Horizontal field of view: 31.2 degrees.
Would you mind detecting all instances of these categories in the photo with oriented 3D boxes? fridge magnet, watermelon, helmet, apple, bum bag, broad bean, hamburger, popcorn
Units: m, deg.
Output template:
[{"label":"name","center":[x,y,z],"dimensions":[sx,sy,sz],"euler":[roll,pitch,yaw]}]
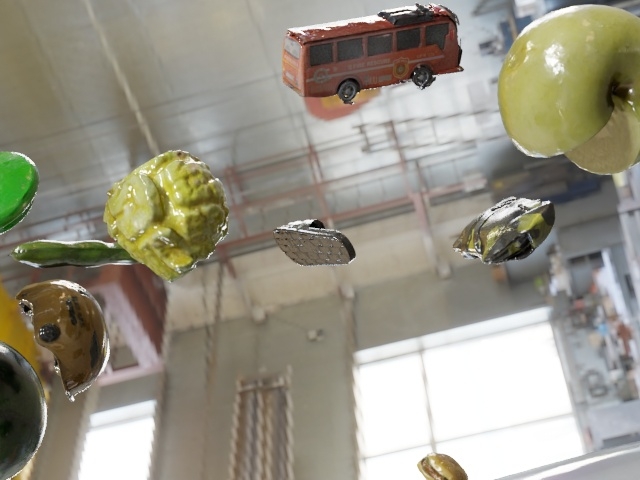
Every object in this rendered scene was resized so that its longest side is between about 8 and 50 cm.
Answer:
[{"label":"fridge magnet","center":[-0.625,-0.084,2.167],"dimensions":[0.088,0.208,0.208],"euler":[67,-168,-47]},{"label":"watermelon","center":[-0.517,0.246,1.648],"dimensions":[0.242,0.242,0.242],"euler":[-14,-90,-81]},{"label":"helmet","center":[-0.448,0.163,2.067],"dimensions":[0.224,0.130,0.198],"euler":[57,169,20]},{"label":"apple","center":[0.433,-0.244,1.896],"dimensions":[0.254,0.292,0.292],"euler":[26,136,64]},{"label":"bum bag","center":[0.223,-0.012,1.409],"dimensions":[0.060,0.106,0.232],"euler":[50,179,-3]},{"label":"broad bean","center":[-0.390,0.021,1.910],"dimensions":[0.065,0.254,0.046],"euler":[147,120,-67]},{"label":"hamburger","center":[0.191,0.358,1.771],"dimensions":[0.076,0.044,0.083],"euler":[47,-169,28]},{"label":"popcorn","center":[-0.221,-0.040,1.703],"dimensions":[0.167,0.185,0.187],"euler":[56,160,-8]}]

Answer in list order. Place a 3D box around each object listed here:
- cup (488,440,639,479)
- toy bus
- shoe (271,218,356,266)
[{"label":"cup","center":[0.362,0.384,1.415],"dimensions":[0.253,0.371,0.253],"euler":[167,90,-74]},{"label":"toy bus","center":[0.067,-0.229,1.405],"dimensions":[0.073,0.234,0.096],"euler":[43,141,49]},{"label":"shoe","center":[0.000,0.000,1.742],"dimensions":[0.049,0.179,0.071],"euler":[-41,-64,-30]}]
